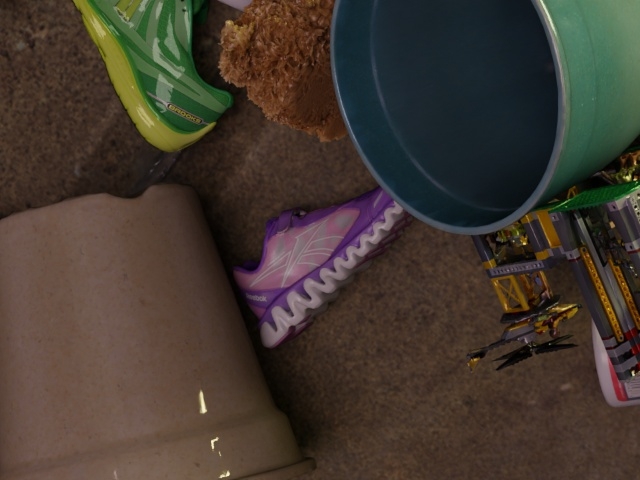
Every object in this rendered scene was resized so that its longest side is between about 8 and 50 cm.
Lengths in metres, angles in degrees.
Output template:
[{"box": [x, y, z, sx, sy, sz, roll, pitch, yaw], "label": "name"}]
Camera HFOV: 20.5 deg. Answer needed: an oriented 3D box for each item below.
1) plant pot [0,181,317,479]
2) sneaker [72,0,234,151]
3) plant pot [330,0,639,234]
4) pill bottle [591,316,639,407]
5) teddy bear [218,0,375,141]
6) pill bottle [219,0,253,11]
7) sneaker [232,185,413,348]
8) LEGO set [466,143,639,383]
[{"box": [-0.200, 0.114, 1.749, 0.334, 0.334, 0.305, -15, 85, 18], "label": "plant pot"}, {"box": [-0.179, -0.237, 1.780, 0.123, 0.109, 0.295, -26, 93, 0], "label": "sneaker"}, {"box": [0.193, -0.167, 1.564, 0.272, 0.255, 0.271, 23, 121, 43], "label": "plant pot"}, {"box": [0.355, 0.096, 1.676, 0.180, 0.108, 0.108, -9, 98, 17], "label": "pill bottle"}, {"box": [0.031, -0.264, 1.630, 0.113, 0.245, 0.338, 35, 113, 42], "label": "teddy bear"}, {"box": [-0.036, -0.345, 1.687, 0.136, 0.136, 0.245, 29, 107, 9], "label": "pill bottle"}, {"box": [0.000, 0.000, 1.772, 0.236, 0.095, 0.104, -44, 79, 20], "label": "sneaker"}, {"box": [0.294, 0.026, 1.567, 0.331, 0.255, 0.192, -15, 101, 54], "label": "LEGO set"}]
